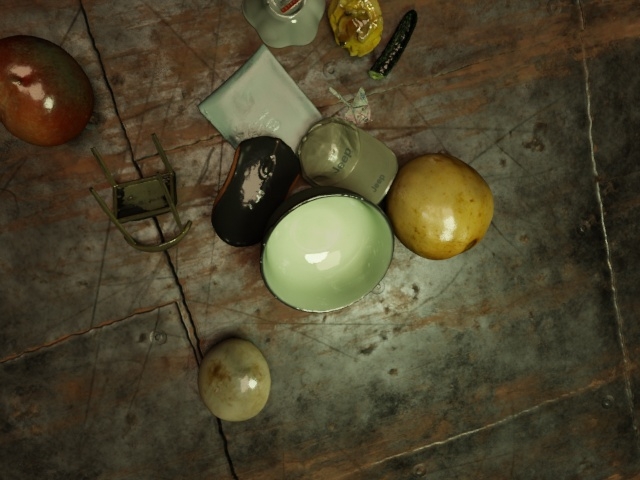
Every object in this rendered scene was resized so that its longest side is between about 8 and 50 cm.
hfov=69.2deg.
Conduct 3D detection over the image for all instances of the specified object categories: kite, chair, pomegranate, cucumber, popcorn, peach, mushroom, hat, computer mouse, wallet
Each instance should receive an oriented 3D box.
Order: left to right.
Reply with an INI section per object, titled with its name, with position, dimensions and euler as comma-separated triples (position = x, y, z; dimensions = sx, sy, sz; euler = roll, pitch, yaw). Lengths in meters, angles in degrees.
[peach]
position = -0.669, -0.354, 1.095
dimensions = 0.252, 0.252, 0.253
euler = -1, 98, -8
[chair]
position = -0.460, -0.113, 1.205
dimensions = 0.187, 0.167, 0.272
euler = -14, 142, -7
[mushroom]
position = -0.235, 0.385, 1.299
dimensions = 0.226, 0.178, 0.227
euler = 3, 97, 28
[computer mouse]
position = -0.176, -0.124, 1.242
dimensions = 0.182, 0.116, 0.324
euler = 21, 104, -18
[wallet]
position = -0.148, -0.336, 1.265
dimensions = 0.251, 0.054, 0.290
euler = -40, 108, 4
[hat]
position = 0.068, -0.209, 1.238
dimensions = 0.244, 0.149, 0.215
euler = 33, 102, 33
[kite]
position = 0.083, -0.378, 1.316
dimensions = 0.152, 0.005, 0.137
euler = 28, 93, -10
[popcorn]
position = 0.094, -0.578, 1.225
dimensions = 0.148, 0.152, 0.167
euler = -27, 108, 38
[cucumber]
position = 0.211, -0.544, 1.288
dimensions = 0.058, 0.052, 0.215
euler = 32, 91, 24
[pomegranate]
position = 0.319, -0.085, 1.250
dimensions = 0.306, 0.307, 0.308
euler = -1, 98, -8

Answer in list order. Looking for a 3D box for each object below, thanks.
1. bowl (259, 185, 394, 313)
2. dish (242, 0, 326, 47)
[bowl]
position = 0.000, 0.000, 1.241
dimensions = 0.353, 0.185, 0.354
euler = -7, 120, -13
[dish]
position = -0.092, -0.628, 1.215
dimensions = 0.229, 0.081, 0.230
euler = -1, 98, -9
